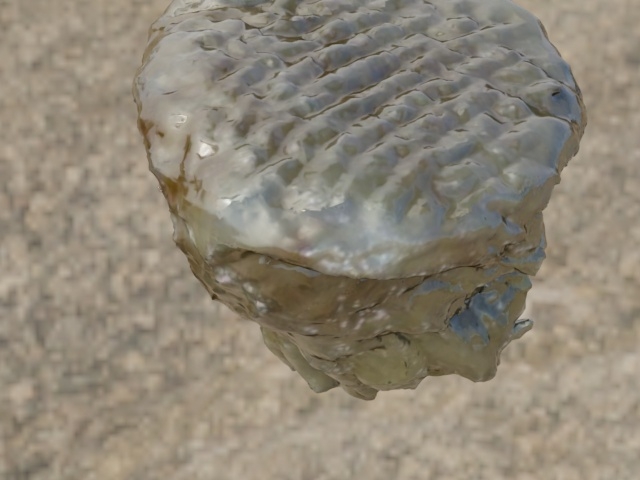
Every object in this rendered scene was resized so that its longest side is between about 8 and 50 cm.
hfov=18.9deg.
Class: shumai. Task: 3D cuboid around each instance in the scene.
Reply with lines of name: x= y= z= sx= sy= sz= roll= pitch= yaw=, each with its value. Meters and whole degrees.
shumai: x=0.000 y=0.000 z=1.150 sx=0.267 sy=0.262 sz=0.314 roll=22 pitch=35 yaw=12
